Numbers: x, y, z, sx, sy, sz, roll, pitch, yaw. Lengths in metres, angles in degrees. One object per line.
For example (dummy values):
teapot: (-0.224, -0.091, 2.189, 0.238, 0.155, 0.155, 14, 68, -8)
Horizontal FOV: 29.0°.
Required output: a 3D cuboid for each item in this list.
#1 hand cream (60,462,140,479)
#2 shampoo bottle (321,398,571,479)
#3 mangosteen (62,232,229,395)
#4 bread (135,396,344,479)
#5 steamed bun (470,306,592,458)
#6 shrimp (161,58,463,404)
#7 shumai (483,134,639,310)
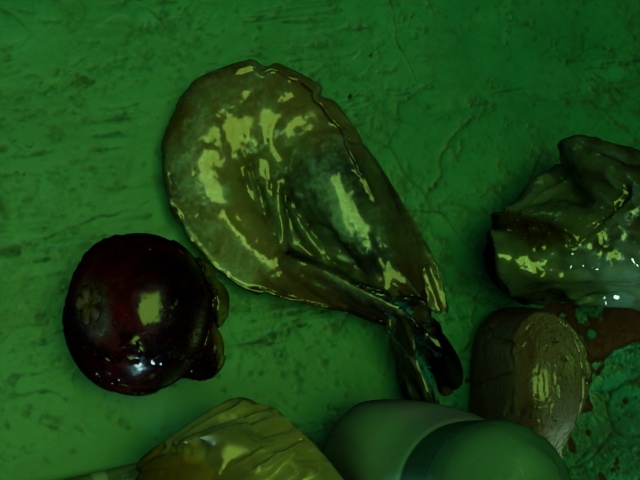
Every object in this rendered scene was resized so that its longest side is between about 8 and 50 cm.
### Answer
hand cream: (-0.266, 0.277, 1.261, 0.235, 0.055, 0.086, -2, 85, -23)
shampoo bottle: (0.126, 0.249, 1.217, 0.151, 0.349, 0.222, -43, 95, -18)
mangosteen: (-0.169, 0.076, 1.268, 0.180, 0.166, 0.166, 4, 80, -40)
bread: (-0.028, 0.345, 1.229, 0.183, 0.236, 0.388, -37, 88, -22)
steamed bun: (0.235, 0.161, 1.369, 0.106, 0.145, 0.175, 8, 85, -16)
shrimp: (0.000, 0.000, 1.352, 0.221, 0.110, 0.445, -39, 90, -12)
shumai: (0.325, 0.027, 1.387, 0.272, 0.222, 0.203, 32, 77, 23)
